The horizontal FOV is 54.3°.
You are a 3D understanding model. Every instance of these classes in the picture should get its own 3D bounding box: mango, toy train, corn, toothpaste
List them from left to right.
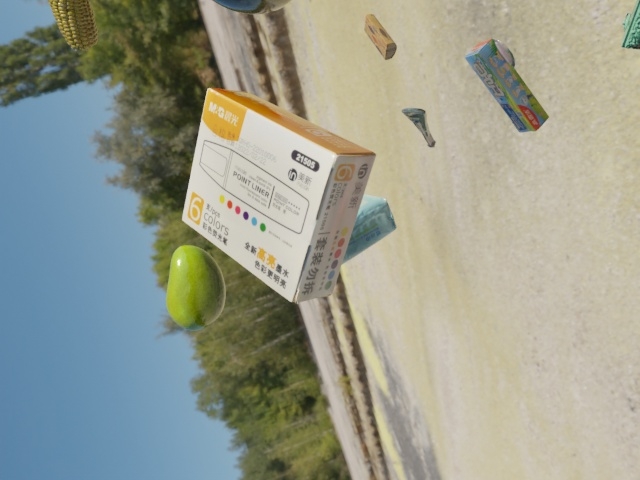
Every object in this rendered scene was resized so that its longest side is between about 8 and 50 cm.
[{"bbox_3d":[-0.617,-0.613,1.498,0.106,0.106,0.305,-119,18,-58],"label":"corn"},{"bbox_3d":[-0.395,0.156,1.996,0.149,0.185,0.273,-119,38,-79],"label":"mango"},{"bbox_3d":[0.359,-0.290,1.181,0.193,0.044,0.070,47,172,-16],"label":"toothpaste"},{"bbox_3d":[0.682,-0.474,1.315,0.172,0.070,0.099,73,-148,-60],"label":"toy train"}]

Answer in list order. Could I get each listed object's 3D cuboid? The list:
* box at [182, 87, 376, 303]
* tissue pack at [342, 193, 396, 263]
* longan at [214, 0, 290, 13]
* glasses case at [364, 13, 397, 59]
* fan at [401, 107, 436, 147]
[{"bbox_3d":[-0.072,-0.070,0.877,0.274,0.091,0.220,31,115,36],"label":"box"},{"bbox_3d":[0.000,0.000,1.264,0.177,0.263,0.089,19,138,62],"label":"tissue pack"},{"bbox_3d":[-0.182,-0.719,1.485,0.361,0.361,0.361,162,90,-84],"label":"longan"},{"bbox_3d":[0.196,-0.670,2.047,0.064,0.041,0.170,94,155,-53],"label":"glasses case"},{"bbox_3d":[0.258,-0.276,1.542,0.282,0.057,0.023,21,-103,-67],"label":"fan"}]
